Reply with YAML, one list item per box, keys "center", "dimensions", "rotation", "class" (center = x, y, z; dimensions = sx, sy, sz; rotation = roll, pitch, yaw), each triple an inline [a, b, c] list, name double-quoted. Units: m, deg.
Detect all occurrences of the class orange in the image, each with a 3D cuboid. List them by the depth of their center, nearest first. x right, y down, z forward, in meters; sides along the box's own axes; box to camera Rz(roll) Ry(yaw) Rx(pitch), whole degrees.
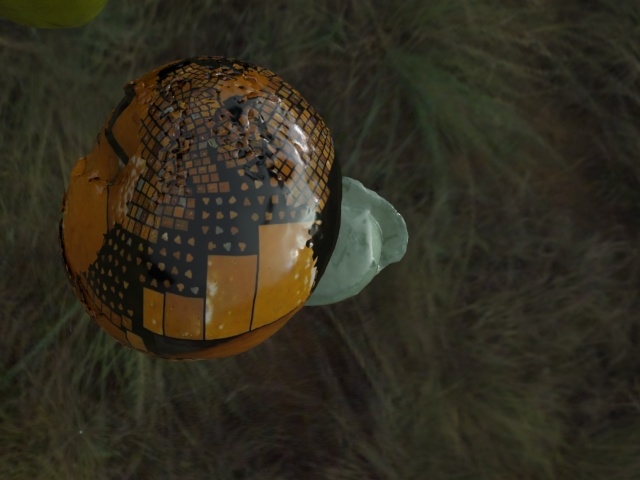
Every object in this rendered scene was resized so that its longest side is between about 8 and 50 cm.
- center: [-0.088, -0.019, 0.813]
  dimensions: [0.182, 0.234, 0.235]
  rotation: [30, 73, -36]
  class: "orange"

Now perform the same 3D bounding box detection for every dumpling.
- center: [0.003, 0.007, 1.399]
  dimensions: [0.219, 0.108, 0.153]
  rotation: [-19, 78, 1]
  class: "dumpling"

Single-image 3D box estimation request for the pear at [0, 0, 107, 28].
- center: [-0.257, -0.333, 1.052]
  dimensions: [0.212, 0.269, 0.212]
  rotation: [13, 35, -9]
  class: "pear"
